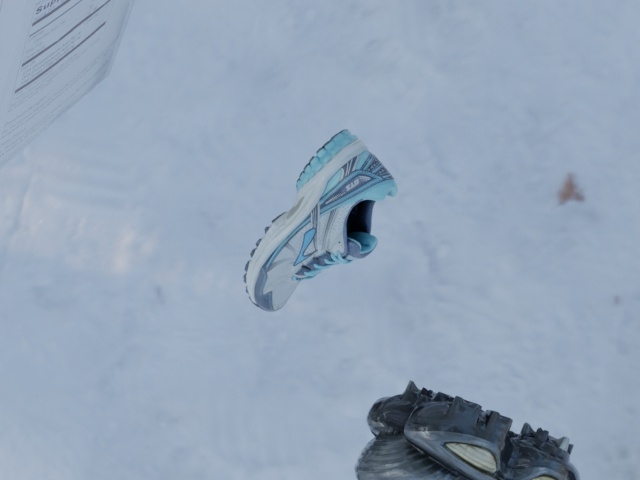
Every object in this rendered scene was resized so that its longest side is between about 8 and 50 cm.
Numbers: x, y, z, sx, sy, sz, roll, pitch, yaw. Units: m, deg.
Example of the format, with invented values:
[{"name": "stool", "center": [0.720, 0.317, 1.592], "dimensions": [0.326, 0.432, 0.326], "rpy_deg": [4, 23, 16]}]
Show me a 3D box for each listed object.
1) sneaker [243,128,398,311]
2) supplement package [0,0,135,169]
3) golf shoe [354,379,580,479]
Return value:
[{"name": "sneaker", "center": [0.000, 0.000, 1.827], "dimensions": [0.122, 0.110, 0.283], "rpy_deg": [40, 121, 15]}, {"name": "supplement package", "center": [-0.182, -0.173, 0.793], "dimensions": [0.139, 0.244, 0.134], "rpy_deg": [38, 52, 3]}, {"name": "golf shoe", "center": [0.093, 0.126, 0.489], "dimensions": [0.198, 0.077, 0.093], "rpy_deg": [25, 78, -12]}]
